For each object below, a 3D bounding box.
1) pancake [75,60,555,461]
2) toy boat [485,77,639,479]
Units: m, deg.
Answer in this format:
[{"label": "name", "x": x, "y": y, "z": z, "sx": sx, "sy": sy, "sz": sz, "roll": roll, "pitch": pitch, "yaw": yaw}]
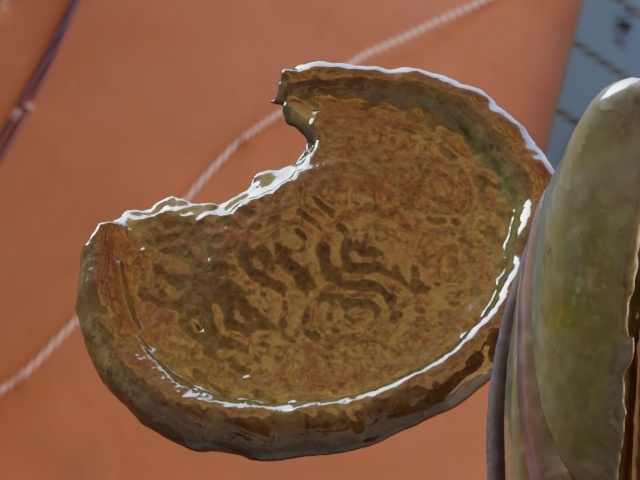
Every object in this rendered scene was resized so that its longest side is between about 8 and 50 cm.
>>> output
[{"label": "pancake", "x": 0.000, "y": 0.000, "z": 1.070, "sx": 0.288, "sy": 0.286, "sz": 0.033, "roll": -8, "pitch": -38, "yaw": 0}, {"label": "toy boat", "x": 0.118, "y": 0.072, "z": 0.802, "sx": 0.111, "sy": 0.293, "sz": 0.276, "roll": 5, "pitch": -88, "yaw": 14}]
